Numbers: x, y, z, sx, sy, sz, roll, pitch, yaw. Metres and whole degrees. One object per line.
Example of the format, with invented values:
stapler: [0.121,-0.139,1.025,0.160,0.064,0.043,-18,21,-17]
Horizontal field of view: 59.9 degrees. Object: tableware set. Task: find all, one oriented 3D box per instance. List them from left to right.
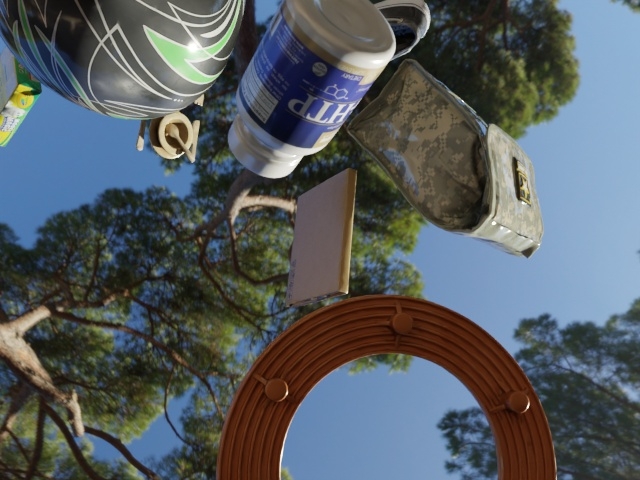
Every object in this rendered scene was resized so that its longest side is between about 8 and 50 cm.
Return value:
tableware set: [-0.247,-0.240,0.974,0.039,0.128,0.194,12,-86,36]

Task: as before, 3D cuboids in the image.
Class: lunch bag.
lunch bag: [0.215,-0.105,0.845,0.235,0.169,0.287,16,-146,-52]

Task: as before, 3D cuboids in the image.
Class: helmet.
helmet: [-0.133,-0.163,0.371,0.169,0.169,0.162,24,-119,1]

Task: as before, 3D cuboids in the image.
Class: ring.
ring: [0.071,0.218,0.527,0.336,0.032,0.337,2,-102,-9]

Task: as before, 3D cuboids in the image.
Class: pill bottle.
pill bottle: [-0.020,-0.152,0.557,0.111,0.187,0.112,18,-131,-22]

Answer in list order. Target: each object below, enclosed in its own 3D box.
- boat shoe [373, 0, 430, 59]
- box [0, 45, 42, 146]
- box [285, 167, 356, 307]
boat shoe: [0.056,-0.368,1.050,0.301,0.108,0.102,-2,-134,31]
box: [-0.525,-0.237,0.926,0.043,0.179,0.105,10,-125,-50]
box: [0.000,0.000,0.904,0.021,0.164,0.201,17,-112,-28]
